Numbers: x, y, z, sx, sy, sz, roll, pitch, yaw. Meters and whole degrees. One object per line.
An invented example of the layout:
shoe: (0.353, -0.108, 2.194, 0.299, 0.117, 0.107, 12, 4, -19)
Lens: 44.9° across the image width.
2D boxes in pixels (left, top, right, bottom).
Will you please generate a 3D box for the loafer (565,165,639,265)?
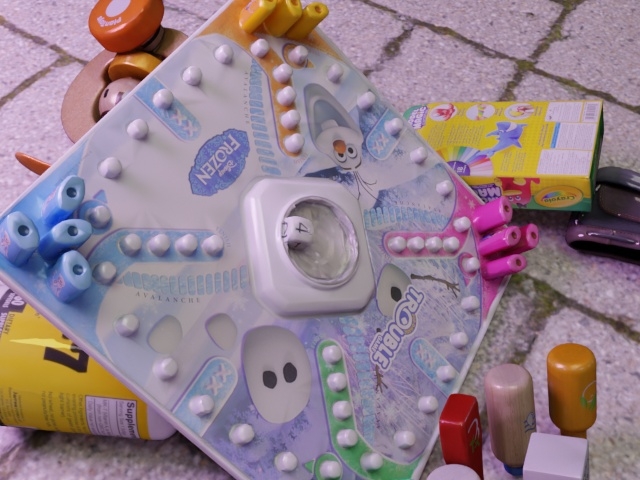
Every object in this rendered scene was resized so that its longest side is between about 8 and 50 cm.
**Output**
loafer: (0.395, 0.029, 0.779, 0.302, 0.109, 0.095, 29, 73, 26)

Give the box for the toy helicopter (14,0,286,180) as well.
toy helicopter: (-0.164, -0.105, 0.796, 0.235, 0.140, 0.355, -48, 52, -8)

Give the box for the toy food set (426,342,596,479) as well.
toy food set: (0.150, 0.183, 0.596, 0.111, 0.105, 0.232, 1, 28, 25)

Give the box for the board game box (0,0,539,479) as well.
board game box: (0.000, 0.000, 0.655, 0.390, 0.050, 0.390, 44, 53, -13)

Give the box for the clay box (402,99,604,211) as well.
clay box: (0.188, -0.095, 0.850, 0.221, 0.053, 0.127, 3, 48, 26)

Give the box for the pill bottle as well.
pill bottle: (-0.171, 0.103, 0.650, 0.208, 0.119, 0.119, 5, 51, -1)
